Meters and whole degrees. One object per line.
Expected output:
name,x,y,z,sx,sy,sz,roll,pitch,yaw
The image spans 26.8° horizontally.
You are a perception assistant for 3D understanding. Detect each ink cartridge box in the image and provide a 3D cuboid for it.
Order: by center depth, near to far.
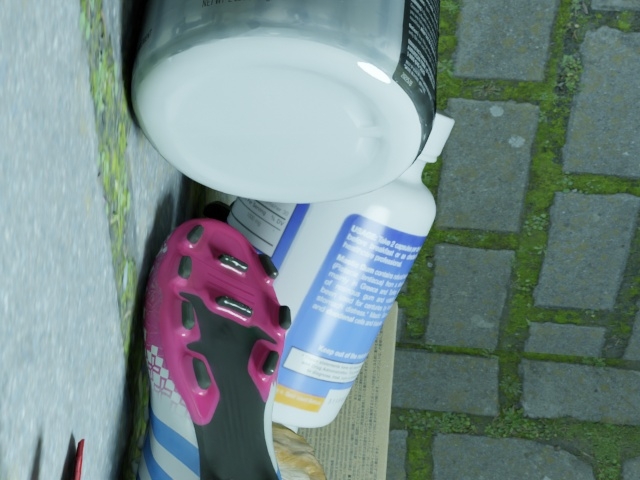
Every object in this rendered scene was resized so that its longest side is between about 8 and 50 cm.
ink cartridge box,-0.014,0.182,1.552,0.088,0.193,0.234,94,2,-72

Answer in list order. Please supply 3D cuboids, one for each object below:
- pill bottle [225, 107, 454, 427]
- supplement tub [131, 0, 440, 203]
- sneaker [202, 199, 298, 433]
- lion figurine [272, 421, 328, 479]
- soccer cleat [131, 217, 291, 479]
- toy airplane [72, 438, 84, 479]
pill bottle,0.000,0.000,1.084,0.272,0.152,0.152,-64,-179,10
supplement tub,-0.013,-0.200,0.905,0.193,0.193,0.316,90,4,-60
sneaker,-0.028,0.087,1.296,0.146,0.122,0.330,-26,136,-35
lion figurine,-0.057,0.355,1.244,0.142,0.240,0.392,26,-76,52
soccer cleat,-0.091,0.136,0.932,0.143,0.116,0.331,-41,-138,34
toy airplane,-0.130,0.162,0.698,0.151,0.028,0.151,3,90,-89
